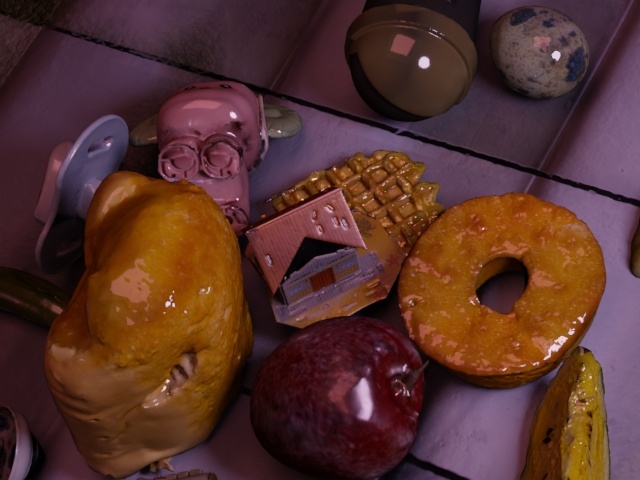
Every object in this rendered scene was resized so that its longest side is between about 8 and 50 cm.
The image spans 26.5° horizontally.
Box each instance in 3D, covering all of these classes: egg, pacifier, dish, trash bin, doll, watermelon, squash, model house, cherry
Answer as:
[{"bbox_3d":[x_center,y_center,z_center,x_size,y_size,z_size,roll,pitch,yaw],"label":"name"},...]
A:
[{"bbox_3d":[0.338,-0.299,2.139,0.141,0.141,0.181,-39,48,-10],"label":"egg"},{"bbox_3d":[-0.331,-0.055,2.134,0.207,0.279,0.227,29,25,16],"label":"pacifier"},{"bbox_3d":[-0.448,0.320,2.022,0.141,0.078,0.141,-23,60,48],"label":"dish"},{"bbox_3d":[0.152,-0.333,2.175,0.214,0.214,0.334,1,54,17],"label":"trash bin"},{"bbox_3d":[-0.173,-0.148,2.181,0.284,0.216,0.268,-1,24,7],"label":"doll"},{"bbox_3d":[0.318,0.295,1.774,0.123,0.129,0.301,5,55,16],"label":"watermelon"},{"bbox_3d":[-0.490,0.086,2.177,0.318,0.071,0.080,13,64,23],"label":"squash"},{"bbox_3d":[0.000,0.000,1.979,0.219,0.136,0.207,-25,60,-5],"label":"model house"},{"bbox_3d":[0.020,0.218,1.871,0.300,0.203,0.230,-15,61,36],"label":"cherry"}]

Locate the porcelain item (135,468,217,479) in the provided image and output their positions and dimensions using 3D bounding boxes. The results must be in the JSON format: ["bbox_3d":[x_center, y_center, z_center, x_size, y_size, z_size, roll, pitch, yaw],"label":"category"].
[{"bbox_3d":[-0.253,0.371,1.939,0.213,0.054,0.084,-6,56,14],"label":"porcelain item"}]

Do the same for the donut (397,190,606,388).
[{"bbox_3d":[0.259,0.080,1.943,0.303,0.110,0.303,-6,57,10],"label":"donut"}]

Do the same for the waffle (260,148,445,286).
[{"bbox_3d":[0.049,-0.031,2.104,0.280,0.060,0.262,9,60,20],"label":"waffle"}]

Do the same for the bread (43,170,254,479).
[{"bbox_3d":[-0.227,0.110,1.914,0.250,0.394,0.361,10,58,4],"label":"bread"}]

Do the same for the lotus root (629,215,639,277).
[{"bbox_3d":[0.535,-0.010,1.939,0.183,0.078,0.204,5,62,20],"label":"lotus root"}]
